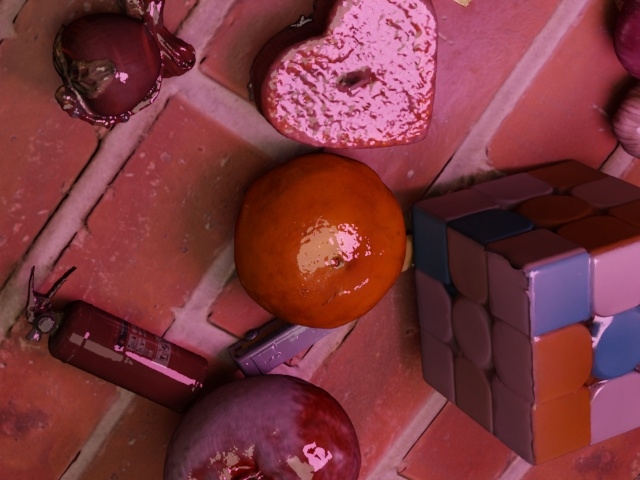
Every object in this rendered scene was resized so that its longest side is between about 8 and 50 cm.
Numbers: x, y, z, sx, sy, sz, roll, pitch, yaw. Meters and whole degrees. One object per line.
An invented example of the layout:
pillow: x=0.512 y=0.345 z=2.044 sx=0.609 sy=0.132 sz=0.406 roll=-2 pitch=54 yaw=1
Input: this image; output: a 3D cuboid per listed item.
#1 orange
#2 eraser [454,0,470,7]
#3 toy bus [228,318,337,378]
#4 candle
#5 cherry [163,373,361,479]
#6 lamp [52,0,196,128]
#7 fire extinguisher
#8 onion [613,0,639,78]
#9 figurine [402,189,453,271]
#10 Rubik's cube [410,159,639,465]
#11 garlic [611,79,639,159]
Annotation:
orange: x=0.000 y=0.000 z=1.871 sx=0.284 sy=0.226 sz=0.284 roll=-6 pitch=110 yaw=-16
eraser: x=0.215 y=-0.418 z=1.805 sx=0.045 sy=0.122 sz=0.097 roll=28 pitch=102 yaw=-21
toy bus: x=-0.061 y=0.168 z=2.004 sx=0.190 sy=0.075 sz=0.064 roll=-33 pitch=116 yaw=0
candle: x=0.063 y=-0.253 z=1.835 sx=0.317 sy=0.131 sz=0.287 roll=-41 pitch=118 yaw=6
cherry: x=-0.104 y=0.372 z=1.937 sx=0.326 sy=0.335 sz=0.291 roll=-24 pitch=90 yaw=-23
lamp: x=-0.307 y=-0.284 z=1.732 sx=0.223 sy=0.151 sz=0.215 roll=-46 pitch=132 yaw=-41
fire extinguisher: x=-0.341 y=0.154 z=1.918 sx=0.337 sy=0.106 sz=0.147 roll=29 pitch=87 yaw=-23
onion: x=0.549 y=-0.344 z=1.900 sx=0.153 sy=0.177 sz=0.177 roll=1 pitch=120 yaw=32
figurine: x=0.167 y=-0.011 z=1.992 sx=0.187 sy=0.083 sz=0.083 roll=-40 pitch=116 yaw=-6
Rubik's cube: x=0.380 y=0.101 z=1.903 sx=0.344 sy=0.347 sz=0.346 roll=-14 pitch=115 yaw=-21
garlic: x=0.558 y=-0.207 z=1.988 sx=0.159 sy=0.102 sz=0.147 roll=-12 pitch=114 yaw=-35
